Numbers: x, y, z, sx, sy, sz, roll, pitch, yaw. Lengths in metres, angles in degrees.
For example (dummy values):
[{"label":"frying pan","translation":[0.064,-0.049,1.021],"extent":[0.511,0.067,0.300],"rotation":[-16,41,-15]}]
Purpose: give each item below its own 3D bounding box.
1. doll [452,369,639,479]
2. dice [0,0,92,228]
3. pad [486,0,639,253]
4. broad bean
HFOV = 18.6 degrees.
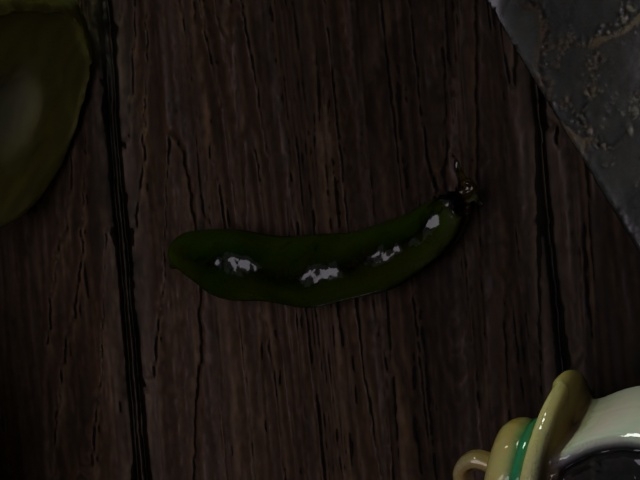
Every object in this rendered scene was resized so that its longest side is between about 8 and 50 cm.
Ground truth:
[{"label":"doll","translation":[0.224,0.126,1.024],"extent":[0.271,0.144,0.208],"rotation":[-40,93,29]},{"label":"dice","translation":[-0.266,-0.110,1.277],"extent":[0.169,0.166,0.169],"rotation":[28,105,27]},{"label":"pad","translation":[0.283,-0.139,1.040],"extent":[0.367,0.007,0.247],"rotation":[-38,73,27]},{"label":"broad bean","translation":[0.002,0.005,1.196],"extent":[0.227,0.039,0.069],"rotation":[-15,90,30]}]
